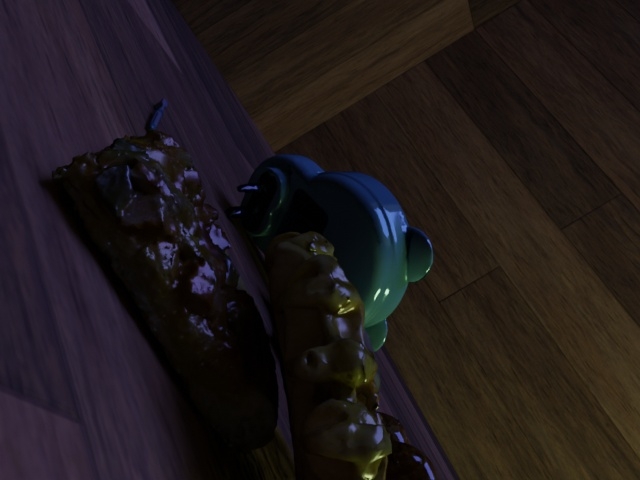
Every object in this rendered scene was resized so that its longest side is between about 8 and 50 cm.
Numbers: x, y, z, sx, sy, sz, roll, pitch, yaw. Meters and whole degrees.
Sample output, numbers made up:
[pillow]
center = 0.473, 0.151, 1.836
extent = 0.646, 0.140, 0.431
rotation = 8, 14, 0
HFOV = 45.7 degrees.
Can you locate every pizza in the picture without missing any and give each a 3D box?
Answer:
[pizza]
center = -0.096, -0.002, 0.494
extent = 0.197, 0.058, 0.292
rotation = 57, 4, -49

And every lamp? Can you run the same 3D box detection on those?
[lamp]
center = 0.007, -0.001, 1.000
extent = 0.284, 0.209, 0.147
rotation = 35, 25, 14

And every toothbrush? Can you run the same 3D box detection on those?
[toothbrush]
center = -0.187, -0.142, 0.866
extent = 0.011, 0.014, 0.167
rotation = 59, 4, -21

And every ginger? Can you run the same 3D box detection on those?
[ginger]
center = 0.069, 0.236, 0.781
extent = 0.162, 0.073, 0.103
rotation = 52, -17, 53

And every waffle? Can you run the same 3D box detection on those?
[waffle]
center = 0.008, 0.123, 0.466
extent = 0.249, 0.056, 0.253
rotation = 85, -7, -48

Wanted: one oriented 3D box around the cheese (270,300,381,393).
[cheese]
center = 0.009, 0.123, 0.791
extent = 0.163, 0.082, 0.286
rotation = 57, 4, -12
